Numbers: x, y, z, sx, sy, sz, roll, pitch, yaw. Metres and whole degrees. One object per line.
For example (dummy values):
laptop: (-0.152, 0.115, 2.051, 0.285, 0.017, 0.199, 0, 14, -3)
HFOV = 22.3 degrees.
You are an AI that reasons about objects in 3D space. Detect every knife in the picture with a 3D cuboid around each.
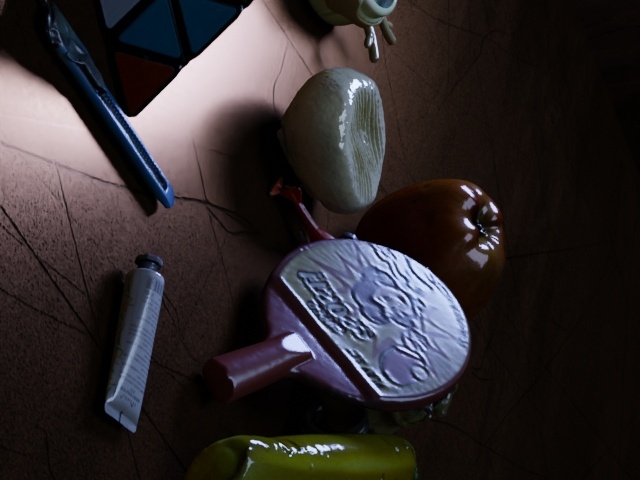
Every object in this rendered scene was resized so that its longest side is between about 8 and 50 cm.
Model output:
knife: (-0.233, -0.147, 1.800, 0.044, 0.026, 0.296, -91, 156, -50)

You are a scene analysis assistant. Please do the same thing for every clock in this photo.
clock: (0.039, -0.422, 2.430, 0.235, 0.096, 0.308, -48, 122, -62)

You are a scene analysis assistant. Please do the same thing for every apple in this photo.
apple: (0.158, 0.023, 2.339, 0.234, 0.234, 0.234, 39, 44, -54)

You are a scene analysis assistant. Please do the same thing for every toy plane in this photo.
toy plane: (0.003, -0.003, 2.189, 0.126, 0.077, 0.194, -26, 98, -62)

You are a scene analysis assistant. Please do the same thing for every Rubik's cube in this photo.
Rubik's cube: (-0.124, -0.276, 1.845, 0.284, 0.234, 0.250, 45, 41, -52)

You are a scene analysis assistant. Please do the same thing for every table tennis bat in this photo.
table tennis bat: (0.021, 0.117, 2.015, 0.415, 0.051, 0.268, -18, 59, -43)

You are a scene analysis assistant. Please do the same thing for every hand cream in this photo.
hand cream: (-0.201, 0.106, 1.741, 0.067, 0.042, 0.194, 56, 37, -54)

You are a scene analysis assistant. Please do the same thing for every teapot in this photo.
teapot: (0.082, 0.190, 2.113, 0.269, 0.182, 0.173, -42, 129, -43)

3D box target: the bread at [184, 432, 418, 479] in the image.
bread: (-0.026, 0.305, 1.902, 0.383, 0.112, 0.166, 8, 92, -53)

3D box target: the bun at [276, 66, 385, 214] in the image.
bun: (0.010, -0.137, 2.216, 0.222, 0.127, 0.222, 3, 90, -74)
